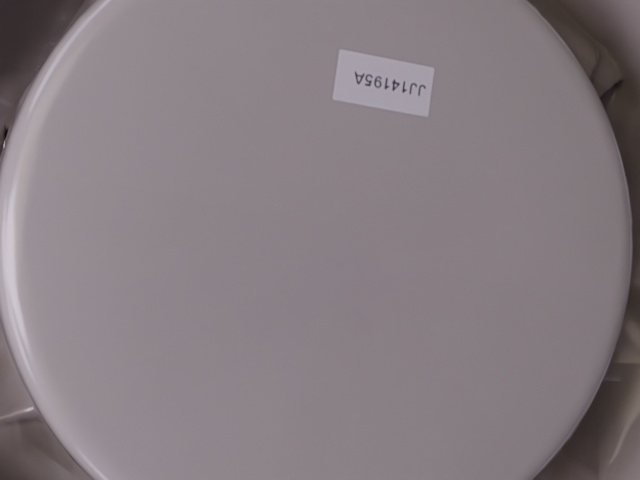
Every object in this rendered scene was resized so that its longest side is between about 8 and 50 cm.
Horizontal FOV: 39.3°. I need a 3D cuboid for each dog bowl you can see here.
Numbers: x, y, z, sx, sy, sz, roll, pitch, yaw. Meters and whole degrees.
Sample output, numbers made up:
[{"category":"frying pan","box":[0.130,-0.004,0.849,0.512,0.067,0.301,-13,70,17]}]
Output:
[{"category":"dog bowl","box":[0.000,0.000,0.373,0.348,0.102,0.349,0,89,-14]}]
